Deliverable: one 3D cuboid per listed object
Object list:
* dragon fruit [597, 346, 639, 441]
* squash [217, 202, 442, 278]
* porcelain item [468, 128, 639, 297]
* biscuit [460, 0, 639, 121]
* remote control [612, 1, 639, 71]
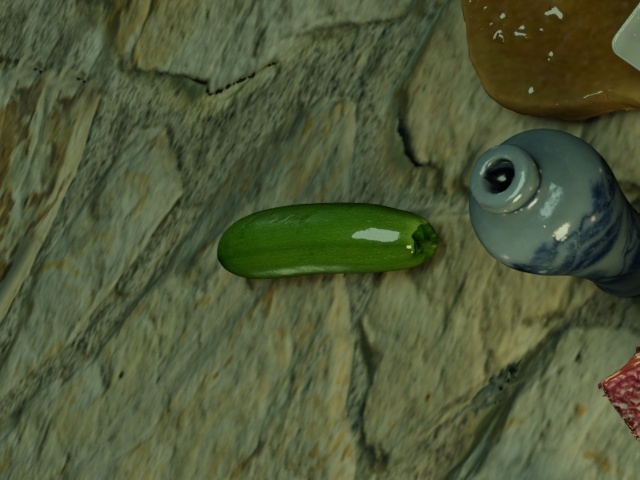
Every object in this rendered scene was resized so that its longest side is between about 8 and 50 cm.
[{"bbox_3d":[0.394,0.195,1.717,0.161,0.126,0.274,-40,60,6],"label":"dragon fruit"},{"bbox_3d":[-0.002,-0.002,2.130,0.292,0.082,0.082,-4,69,37],"label":"squash"},{"bbox_3d":[0.236,-0.022,1.832,0.141,0.259,0.141,-14,66,33],"label":"porcelain item"},{"bbox_3d":[0.311,-0.309,2.022,0.365,0.062,0.385,5,77,38],"label":"biscuit"},{"bbox_3d":[0.398,-0.160,1.851,0.250,0.034,0.103,42,100,32],"label":"remote control"}]
